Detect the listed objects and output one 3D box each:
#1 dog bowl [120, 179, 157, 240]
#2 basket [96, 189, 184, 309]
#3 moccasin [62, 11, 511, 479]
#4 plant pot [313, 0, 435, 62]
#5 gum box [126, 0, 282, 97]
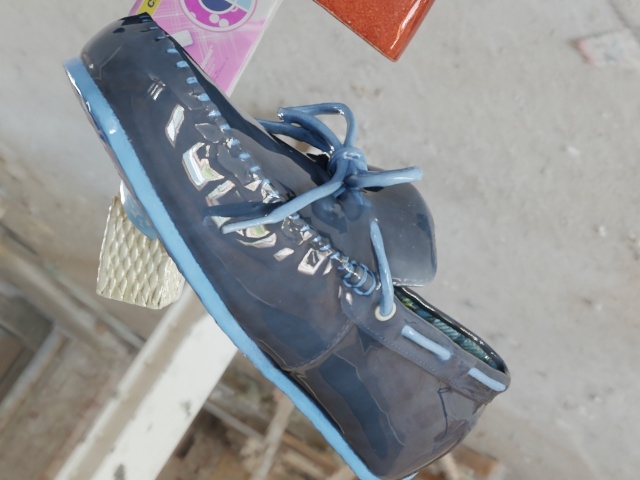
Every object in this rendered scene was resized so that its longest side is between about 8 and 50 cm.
[{"bbox_3d":[-0.123,-0.044,1.529,0.297,0.166,0.074,33,163,5],"label":"dog bowl"},{"bbox_3d":[-0.252,0.009,1.717,0.113,0.167,0.103,13,-167,4],"label":"basket"},{"bbox_3d":[0.000,0.000,0.595,0.138,0.116,0.342,59,-176,40],"label":"moccasin"},{"bbox_3d":[0.006,-0.301,0.730,0.267,0.236,0.267,37,-166,-13],"label":"plant pot"},{"bbox_3d":[-0.099,-0.208,1.054,0.107,0.188,0.062,28,166,-3],"label":"gum box"}]
